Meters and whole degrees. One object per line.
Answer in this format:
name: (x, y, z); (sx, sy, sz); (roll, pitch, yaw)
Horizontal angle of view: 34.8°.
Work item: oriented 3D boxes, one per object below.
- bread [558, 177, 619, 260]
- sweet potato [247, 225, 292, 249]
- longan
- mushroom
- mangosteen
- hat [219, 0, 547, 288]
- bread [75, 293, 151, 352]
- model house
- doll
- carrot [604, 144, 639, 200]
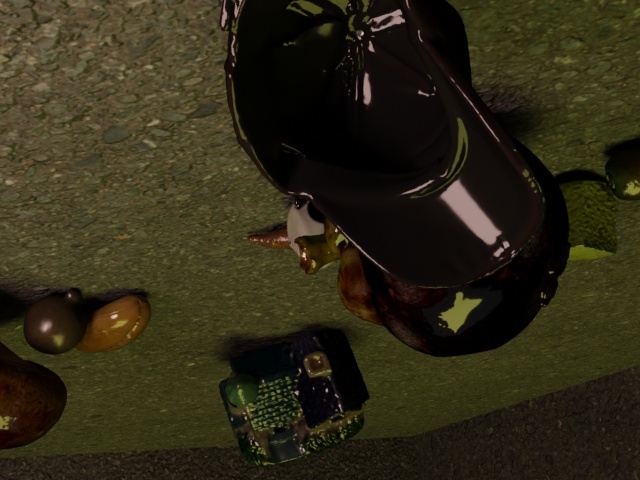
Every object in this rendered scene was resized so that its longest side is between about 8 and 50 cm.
bread: (0.385, -0.032, 1.542); (0.129, 0.114, 0.111); (8, 162, -34)
sweet potato: (0.003, -0.005, 1.539); (0.226, 0.068, 0.068); (7, 163, 9)
longan: (-0.434, 0.132, 1.690); (0.119, 0.106, 0.106); (-55, 152, 3)
mushroom: (-0.585, 0.221, 1.639); (0.239, 0.345, 0.345); (-42, 167, -14)
mangosteen: (0.158, -0.009, 1.282); (0.297, 0.297, 0.313); (8, -161, -41)
hat: (0.073, -0.130, 0.918); (0.238, 0.336, 0.209); (-47, 179, 37)
bread: (-0.365, 0.152, 1.777); (0.189, 0.077, 0.114); (-32, 174, 38)
model house: (-0.058, 0.329, 2.216); (0.298, 0.243, 0.284); (-17, 159, -11)
doll: (0.040, -0.015, 1.439); (0.181, 0.107, 0.110); (2, -158, -25)
carrot: (0.547, -0.123, 1.418); (0.298, 0.078, 0.078); (-14, 161, 7)
